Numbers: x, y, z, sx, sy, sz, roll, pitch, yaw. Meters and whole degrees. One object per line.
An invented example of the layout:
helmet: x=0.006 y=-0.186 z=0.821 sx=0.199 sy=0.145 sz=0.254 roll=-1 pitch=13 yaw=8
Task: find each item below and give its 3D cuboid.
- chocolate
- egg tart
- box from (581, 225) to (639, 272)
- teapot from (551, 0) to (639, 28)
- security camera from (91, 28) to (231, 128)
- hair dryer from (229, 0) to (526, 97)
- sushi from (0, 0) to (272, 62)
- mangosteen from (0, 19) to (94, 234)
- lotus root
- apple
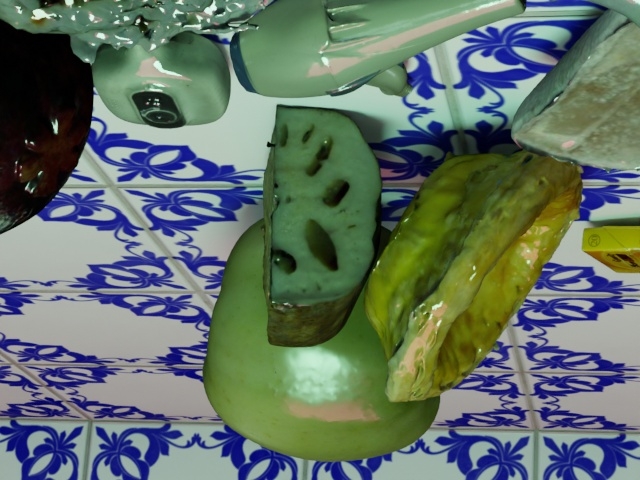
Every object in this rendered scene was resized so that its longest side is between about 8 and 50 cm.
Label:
chocolate: x=0.336 y=-0.179 z=1.727 sx=0.185 sy=0.100 sz=0.303 roll=17 pitch=149 yaw=-19
egg tart: x=0.172 y=0.024 z=2.066 sx=0.169 sy=0.388 sz=0.388 roll=33 pitch=167 yaw=14
box: x=0.512 y=0.014 z=2.327 sx=0.269 sy=0.043 sz=0.152 roll=1 pitch=166 yaw=28
teapot: x=0.315 y=-0.213 z=1.498 sx=0.250 sy=0.183 sz=0.183 roll=26 pitch=159 yaw=-4
security camera: x=-0.184 y=-0.206 z=1.803 sx=0.157 sy=0.080 sz=0.301 roll=2 pitch=159 yaw=8
hair dryer: x=0.098 y=-0.213 z=1.732 sx=0.296 sy=0.119 sz=0.298 roll=-17 pitch=169 yaw=39
sushi: x=-0.187 y=-0.308 z=1.340 sx=0.417 sy=0.176 sz=0.417 roll=2 pitch=154 yaw=1
mangosteen: x=-0.397 y=-0.157 z=1.695 sx=0.347 sy=0.307 sz=0.307 roll=29 pitch=169 yaw=18
lotus root: x=-0.001 y=0.016 z=2.070 sx=0.149 sy=0.267 sz=0.260 roll=3 pitch=152 yaw=-2
apple: x=0.012 y=0.129 z=2.337 sx=0.357 sy=0.357 sz=0.357 roll=3 pitch=162 yaw=1
